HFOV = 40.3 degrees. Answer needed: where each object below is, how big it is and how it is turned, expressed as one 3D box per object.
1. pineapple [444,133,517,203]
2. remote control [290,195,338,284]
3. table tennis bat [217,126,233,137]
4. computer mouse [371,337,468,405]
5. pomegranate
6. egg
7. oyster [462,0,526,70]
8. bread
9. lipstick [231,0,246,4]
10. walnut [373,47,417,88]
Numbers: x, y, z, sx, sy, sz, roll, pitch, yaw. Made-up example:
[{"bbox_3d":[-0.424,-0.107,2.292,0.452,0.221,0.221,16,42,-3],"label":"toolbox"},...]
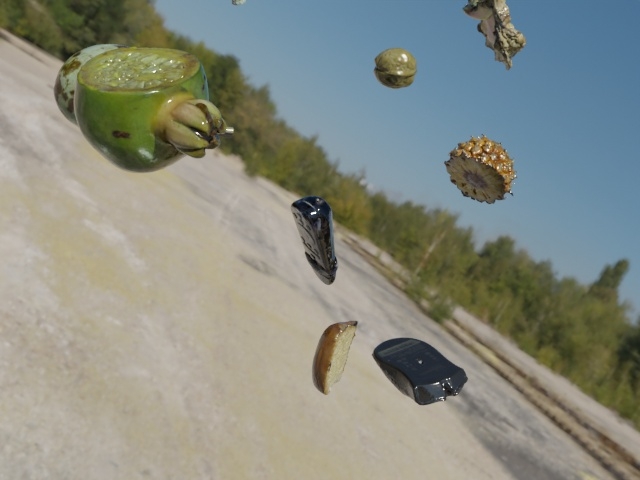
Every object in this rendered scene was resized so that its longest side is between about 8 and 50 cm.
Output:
[{"bbox_3d":[0.396,-0.188,2.064,0.176,0.137,0.161,36,-25,-4],"label":"pineapple"},{"bbox_3d":[0.000,0.000,1.792,0.090,0.066,0.266,50,-14,33],"label":"remote control"},{"bbox_3d":[-0.219,-0.185,1.412,0.158,0.014,0.095,6,-22,-21],"label":"table tennis bat"},{"bbox_3d":[0.231,0.313,2.030,0.147,0.088,0.264,-18,24,-22],"label":"computer mouse"},{"bbox_3d":[-0.230,-0.177,1.258,0.241,0.159,0.190,6,34,13],"label":"pomegranate"},{"bbox_3d":[-0.406,-0.301,1.707,0.231,0.169,0.169,-22,35,-28],"label":"egg"},{"bbox_3d":[0.406,-0.510,2.050,0.198,0.092,0.259,62,12,22],"label":"oyster"},{"bbox_3d":[0.021,0.198,1.519,0.044,0.129,0.126,16,11,20],"label":"bread"},{"bbox_3d":[-0.207,-0.635,2.120,0.037,0.037,0.116,35,-40,50],"label":"lipstick"},{"bbox_3d":[0.153,-0.351,1.776,0.092,0.092,0.092,32,3,-2],"label":"walnut"}]
